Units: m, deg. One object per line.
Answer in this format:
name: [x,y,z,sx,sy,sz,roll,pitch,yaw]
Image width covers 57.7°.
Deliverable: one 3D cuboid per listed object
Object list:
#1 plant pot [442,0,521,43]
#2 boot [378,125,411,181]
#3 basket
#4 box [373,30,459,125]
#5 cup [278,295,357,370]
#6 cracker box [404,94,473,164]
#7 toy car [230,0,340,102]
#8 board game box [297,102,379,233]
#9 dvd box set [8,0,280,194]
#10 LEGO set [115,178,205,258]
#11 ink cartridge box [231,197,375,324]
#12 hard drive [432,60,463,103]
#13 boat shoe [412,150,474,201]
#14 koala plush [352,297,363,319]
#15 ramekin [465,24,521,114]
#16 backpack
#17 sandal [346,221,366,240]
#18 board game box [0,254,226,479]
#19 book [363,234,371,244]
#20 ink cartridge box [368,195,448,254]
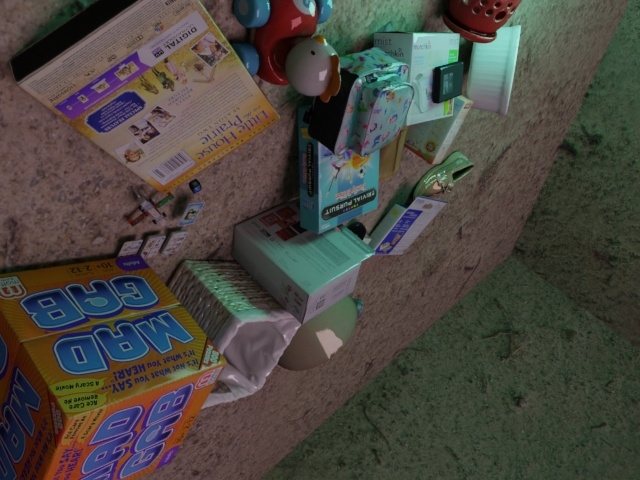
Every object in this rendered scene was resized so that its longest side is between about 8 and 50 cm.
plant pot: [0.445,-0.656,1.611,0.191,0.191,0.174,-23,147,-42]
boot: [0.259,-0.331,1.866,0.236,0.089,0.269,-17,142,-20]
basket: [-0.278,0.256,1.622,0.328,0.266,0.331,5,121,-59]
box: [0.256,-0.447,1.580,0.262,0.126,0.231,-21,120,-48]
cup: [-0.077,0.215,1.880,0.331,0.331,0.237,-43,126,-13]
cracker box: [0.370,-0.385,1.888,0.067,0.155,0.232,-16,139,-48]
toy car: [-0.030,-0.387,1.180,0.219,0.238,0.210,-23,144,-42]
board game box: [0.057,-0.217,1.597,0.253,0.079,0.336,-25,124,-40]
dvd box set: [-0.283,-0.266,1.059,0.307,0.062,0.420,-32,154,6]
LEGO set: [-0.369,-0.052,1.340,0.182,0.060,0.244,-14,149,-50]
ink cartridge box: [-0.047,0.041,1.639,0.272,0.309,0.130,-28,147,-35]
hard drive: [0.349,-0.432,1.581,0.135,0.022,0.094,-28,125,-45]
boat shoe: [0.494,-0.242,2.333,0.302,0.098,0.109,-38,152,-19]
koala plush: [0.032,0.285,2.248,0.203,0.196,0.221,-23,146,-23]
ramekin: [0.551,-0.548,1.865,0.277,0.135,0.277,9,90,-76]
backpack: [0.110,-0.335,1.393,0.253,0.191,0.225,-39,154,-43]
sandal: [0.105,0.043,2.134,0.097,0.054,0.254,1,125,-37]
board game box: [-0.493,0.295,1.223,0.356,0.356,0.356,-10,137,-52]
book: [0.122,0.040,2.218,0.096,0.035,0.144,1,126,-53]
ink cartridge box: [0.341,-0.069,2.340,0.307,0.072,0.303,-54,152,20]
